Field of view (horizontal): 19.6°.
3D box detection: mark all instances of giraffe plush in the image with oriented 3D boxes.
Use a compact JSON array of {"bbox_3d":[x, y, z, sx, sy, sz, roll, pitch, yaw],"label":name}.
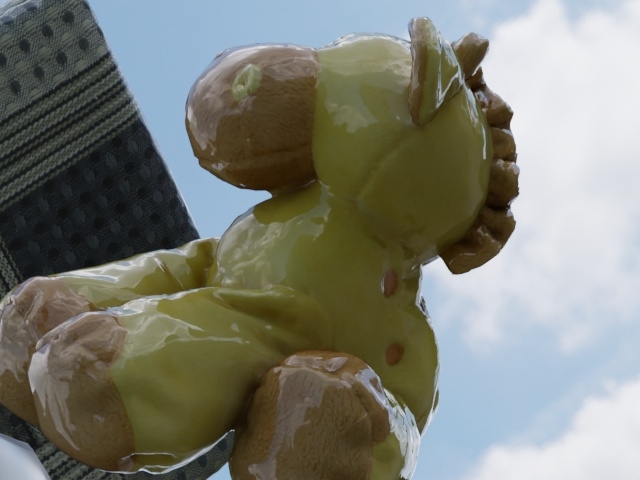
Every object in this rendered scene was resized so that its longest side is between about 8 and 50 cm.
[{"bbox_3d":[0.000,0.000,0.666,0.210,0.181,0.170,14,-88,-25],"label":"giraffe plush"}]

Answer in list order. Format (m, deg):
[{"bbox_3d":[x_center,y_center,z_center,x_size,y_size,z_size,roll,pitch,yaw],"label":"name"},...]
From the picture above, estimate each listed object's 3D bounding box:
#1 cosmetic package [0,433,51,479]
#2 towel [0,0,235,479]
[{"bbox_3d":[-0.135,0.289,0.606,0.284,0.377,0.097,-37,-23,2],"label":"cosmetic package"},{"bbox_3d":[-0.199,0.054,1.027,0.324,0.056,0.312,-36,-70,-33],"label":"towel"}]
